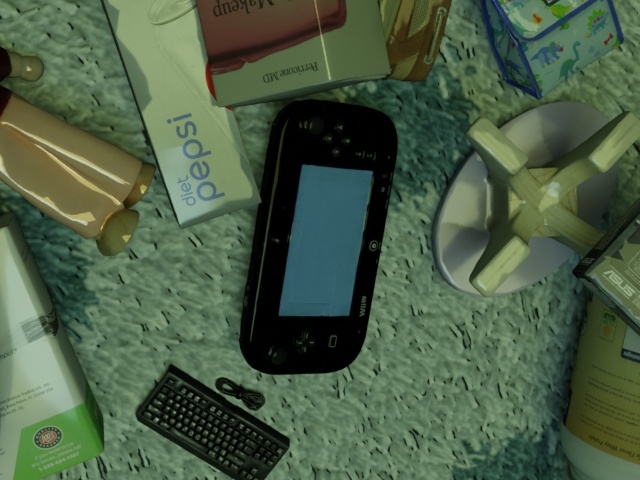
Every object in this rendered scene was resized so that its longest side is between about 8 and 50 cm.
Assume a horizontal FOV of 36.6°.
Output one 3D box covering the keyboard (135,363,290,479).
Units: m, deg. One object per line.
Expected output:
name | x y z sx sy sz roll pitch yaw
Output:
keyboard | -0.120 0.218 1.165 0.180 0.023 0.108 35 91 -17

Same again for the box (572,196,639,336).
box | 0.411 0.046 1.008 0.231 0.056 0.183 42 89 1

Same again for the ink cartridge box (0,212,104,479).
ink cartridge box | -0.376 0.131 1.044 0.198 0.115 0.272 -21 104 -8

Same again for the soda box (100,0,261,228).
soda box | -0.155 -0.164 1.049 0.098 0.091 0.286 -18 104 -9

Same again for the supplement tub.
supplement tub | 0.419 0.183 1.167 0.228 0.228 0.316 8 98 -14

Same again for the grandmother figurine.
grandmother figurine | -0.333 -0.123 0.980 0.342 0.207 0.104 32 129 -27

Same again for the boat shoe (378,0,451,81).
boat shoe | 0.122 -0.330 1.074 0.120 0.122 0.324 16 105 -20

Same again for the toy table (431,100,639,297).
toy table | 0.252 -0.048 1.111 0.252 0.161 0.274 31 90 -6

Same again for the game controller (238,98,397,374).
game controller | 0.000 0.000 1.115 0.167 0.067 0.319 5 100 -26

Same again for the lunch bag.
lunch bag | 0.259 -0.260 1.105 0.129 0.096 0.151 -34 121 -5

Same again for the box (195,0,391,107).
box | -0.039 -0.265 0.995 0.149 0.127 0.232 -8 97 33
